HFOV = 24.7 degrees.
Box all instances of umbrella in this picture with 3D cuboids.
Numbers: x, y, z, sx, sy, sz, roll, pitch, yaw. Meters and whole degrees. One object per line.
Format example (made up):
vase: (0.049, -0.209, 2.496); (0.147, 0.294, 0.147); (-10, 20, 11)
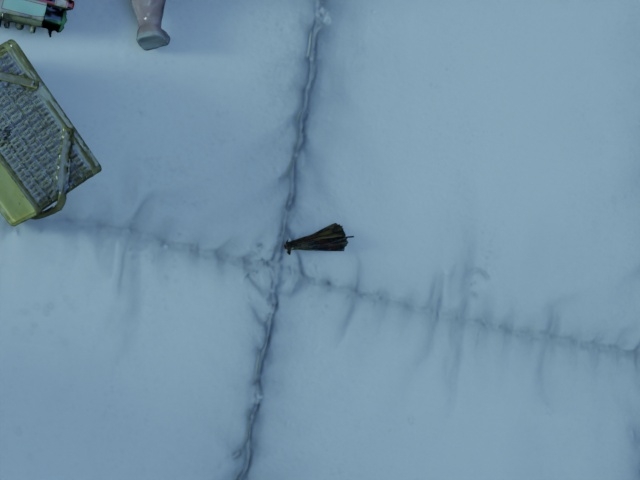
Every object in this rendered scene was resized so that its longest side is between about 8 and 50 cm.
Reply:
umbrella: (-0.001, 0.000, 1.556); (0.083, 0.020, 0.031); (-11, 90, -20)

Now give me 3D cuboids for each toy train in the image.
toy train: (-0.353, -0.249, 1.394); (0.249, 0.053, 0.085); (8, 91, -24)

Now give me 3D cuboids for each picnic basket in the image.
picnic basket: (-0.291, -0.099, 1.375); (0.079, 0.115, 0.164); (-39, 103, -24)

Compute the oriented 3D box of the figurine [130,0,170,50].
figurine: (-0.176, -0.347, 1.447); (0.287, 0.176, 0.186); (59, 24, -27)
